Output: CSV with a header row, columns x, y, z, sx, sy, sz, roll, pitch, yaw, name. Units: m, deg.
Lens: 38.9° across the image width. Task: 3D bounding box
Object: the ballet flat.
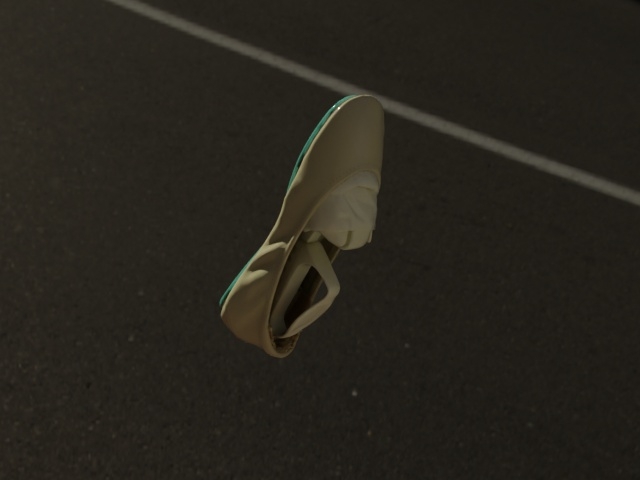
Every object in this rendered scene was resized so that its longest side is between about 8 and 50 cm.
x,y,z,sx,sy,sz,roll,pitch,yaw,name
0.000,0.000,0.751,0.086,0.248,0.086,23,29,-14,ballet flat
